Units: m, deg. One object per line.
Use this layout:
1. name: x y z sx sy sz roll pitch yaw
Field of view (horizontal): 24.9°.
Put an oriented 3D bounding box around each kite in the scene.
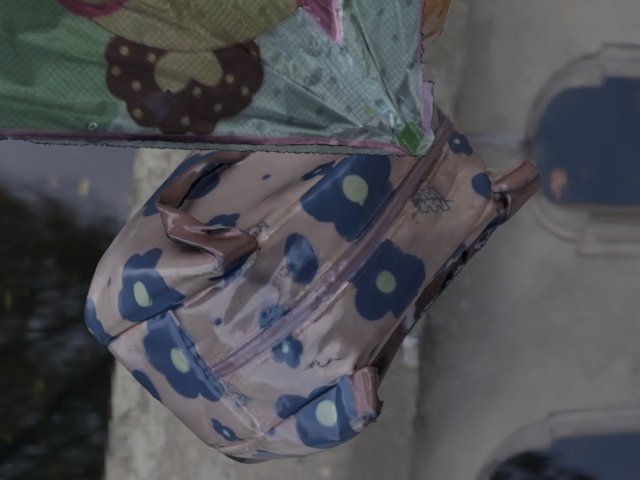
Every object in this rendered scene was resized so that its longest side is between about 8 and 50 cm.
1. kite: -0.052 -0.118 0.386 0.323 0.268 0.013 -49 23 -10

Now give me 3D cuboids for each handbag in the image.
1. handbag: 0.000 0.000 0.895 0.251 0.190 0.193 -51 15 -24

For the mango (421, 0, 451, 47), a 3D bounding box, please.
1. mango: 0.010 -0.200 1.058 0.290 0.191 0.160 -93 6 -77
